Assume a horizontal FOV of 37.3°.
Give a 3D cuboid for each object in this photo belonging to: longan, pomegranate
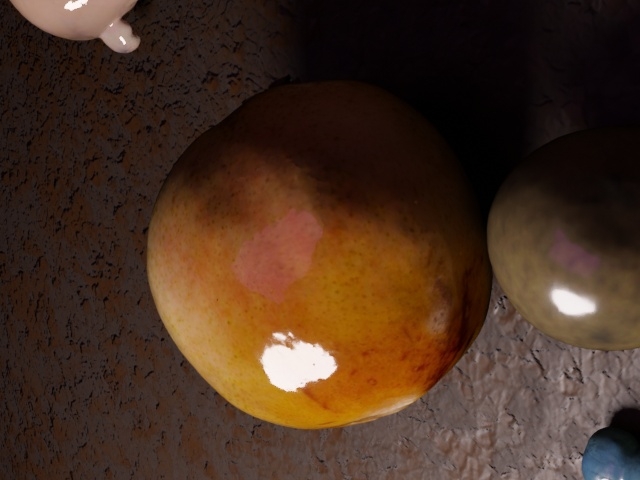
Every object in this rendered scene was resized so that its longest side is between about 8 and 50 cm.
[{"bbox_3d":[0.218,-0.002,0.697,0.187,0.167,0.167,-7,97,34],"label":"longan"},{"bbox_3d":[0.000,0.000,0.825,0.319,0.319,0.319,14,112,40],"label":"pomegranate"}]

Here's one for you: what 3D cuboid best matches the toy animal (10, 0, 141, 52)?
[{"bbox_3d":[-0.297,-0.334,1.050,0.210,0.221,0.229,53,131,24],"label":"toy animal"}]

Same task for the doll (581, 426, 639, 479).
[{"bbox_3d":[0.260,0.188,0.795,0.083,0.050,0.076,12,106,43],"label":"doll"}]
